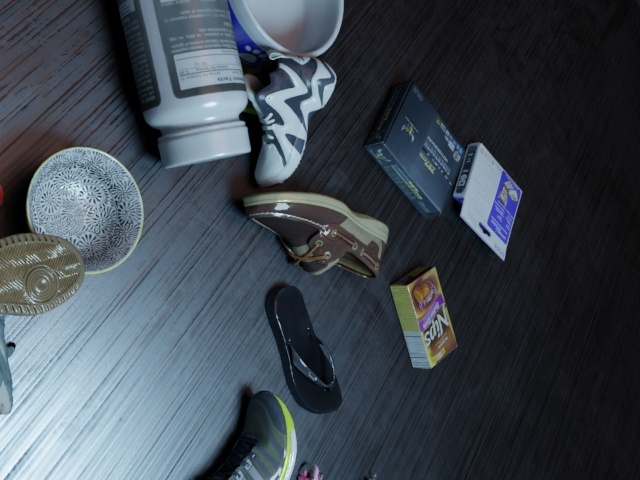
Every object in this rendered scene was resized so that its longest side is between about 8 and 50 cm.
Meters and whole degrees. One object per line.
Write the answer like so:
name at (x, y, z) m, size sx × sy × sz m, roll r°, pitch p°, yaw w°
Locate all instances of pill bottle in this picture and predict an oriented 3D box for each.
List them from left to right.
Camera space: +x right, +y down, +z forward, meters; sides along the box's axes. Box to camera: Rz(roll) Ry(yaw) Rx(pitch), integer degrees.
pill bottle at (-0.200, -0.259, 1.149) m, size 0.161 × 0.161 × 0.283 m, roll -17°, pitch 98°, yaw -45°

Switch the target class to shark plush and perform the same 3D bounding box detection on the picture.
shark plush at (-0.420, 0.140, 0.980) m, size 0.067 × 0.073 × 0.161 m, roll 31°, pitch 41°, yaw -60°

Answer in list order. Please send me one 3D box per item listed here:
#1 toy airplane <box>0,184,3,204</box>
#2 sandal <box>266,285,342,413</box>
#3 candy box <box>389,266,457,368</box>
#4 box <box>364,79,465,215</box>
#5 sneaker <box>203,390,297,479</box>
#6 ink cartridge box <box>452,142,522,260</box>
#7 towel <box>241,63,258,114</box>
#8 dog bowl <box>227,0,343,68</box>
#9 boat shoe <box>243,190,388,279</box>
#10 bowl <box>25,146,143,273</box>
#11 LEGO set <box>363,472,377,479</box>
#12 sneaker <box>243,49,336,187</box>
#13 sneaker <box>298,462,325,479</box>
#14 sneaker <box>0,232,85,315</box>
toy airplane at (-0.464, -0.025, 0.949) m, size 0.151 × 0.028 × 0.151 m, roll 5°, pitch 82°, yaw -44°
sandal at (-0.024, 0.201, 1.350) m, size 0.097 × 0.054 × 0.255 m, roll -38°, pitch 112°, yaw -41°
candy box at (0.218, 0.160, 1.603) m, size 0.109 × 0.053 × 0.187 m, roll -29°, pitch 107°, yaw -44°
box at (0.206, -0.193, 1.625) m, size 0.233 × 0.059 × 0.183 m, roll 46°, pitch 57°, yaw -32°
sneaker at (-0.125, 0.379, 1.195) m, size 0.121 × 0.111 × 0.300 m, roll 28°, pitch 64°, yaw -36°
ink cartridge box at (0.391, -0.088, 1.810) m, size 0.206 × 0.045 × 0.208 m, roll 41°, pitch 58°, yaw -35°
towel at (-0.128, -0.340, 1.330) m, size 0.102 × 0.021 × 0.237 m, roll 5°, pitch 82°, yaw -44°
dog bowl at (-0.083, -0.429, 1.298) m, size 0.264 × 0.104 × 0.265 m, roll 6°, pitch 81°, yaw -47°
boat shoe at (0.000, 0.000, 1.356) m, size 0.342 × 0.123 × 0.123 m, roll 20°, pitch 70°, yaw -49°
bowl at (-0.335, -0.038, 1.044) m, size 0.170 × 0.080 × 0.170 m, roll 6°, pitch 82°, yaw -45°
LEGO set at (0.094, 0.476, 1.467) m, size 0.054 × 0.023 × 0.083 m, roll -52°, pitch 134°, yaw -33°
sneaker at (-0.090, -0.207, 1.262) m, size 0.153 × 0.094 × 0.235 m, roll 16°, pitch 118°, yaw -34°
sneaker at (-0.020, 0.455, 1.338) m, size 0.057 × 0.047 × 0.119 m, roll 47°, pitch 55°, yaw -45°
sneaker at (-0.429, 0.064, 0.898) m, size 0.282 × 0.153 × 0.099 m, roll -23°, pitch 100°, yaw -51°
